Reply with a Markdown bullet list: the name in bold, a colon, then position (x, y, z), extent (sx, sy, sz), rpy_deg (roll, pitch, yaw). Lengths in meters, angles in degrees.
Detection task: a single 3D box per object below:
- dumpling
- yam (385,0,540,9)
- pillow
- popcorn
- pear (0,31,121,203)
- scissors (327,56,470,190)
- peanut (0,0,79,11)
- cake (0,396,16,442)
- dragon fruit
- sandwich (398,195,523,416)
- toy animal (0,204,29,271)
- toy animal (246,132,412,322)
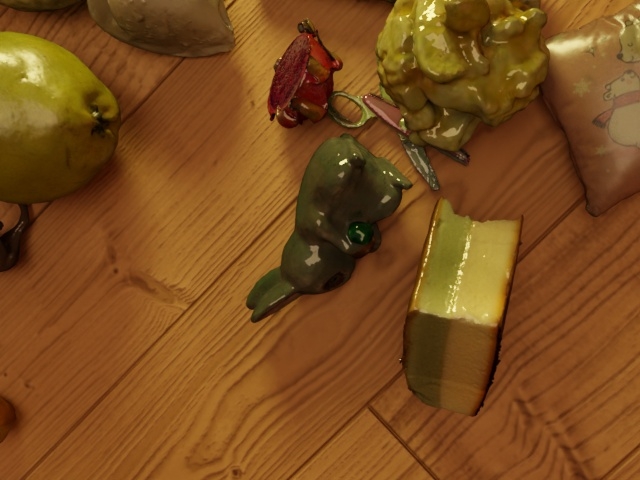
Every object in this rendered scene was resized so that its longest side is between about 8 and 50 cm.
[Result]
- **dumpling**: position (-0.202, -0.293, 0.877), extent (0.150, 0.176, 0.092), rpy_deg (-24, 68, 42)
- **yam**: position (0.085, -0.331, 0.849), extent (0.371, 0.083, 0.083), rpy_deg (12, 90, 11)
- **pillow**: position (0.373, -0.165, 0.780), extent (0.236, 0.084, 0.223), rpy_deg (-20, 82, 15)
- **popcorn**: position (0.154, -0.205, 0.765), extent (0.187, 0.185, 0.167), rpy_deg (-7, 59, 45)
- **pear**: position (-0.383, -0.153, 0.867), extent (0.269, 0.212, 0.212), rpy_deg (7, 89, 16)
- **scissors**: position (0.105, -0.148, 0.864), extent (0.133, 0.020, 0.187), rpy_deg (-40, 81, 2)
- **peanut**: position (-0.317, -0.391, 0.893), extent (0.313, 0.152, 0.152), rpy_deg (-22, 84, 17)
- **cake**: position (-0.453, 0.237, 0.926), extent (0.084, 0.084, 0.044), rpy_deg (28, 99, 11)
- **dragon fruit**: position (-0.017, -0.194, 0.861), extent (0.112, 0.068, 0.126), rpy_deg (-43, 38, 43)
- **sandwich**: position (0.164, 0.074, 0.805), extent (0.108, 0.220, 0.186), rpy_deg (12, 53, 14)
- **toy animal**: position (-0.515, 0.013, 0.941), extent (0.214, 0.094, 0.186), rpy_deg (9, 92, 9)
- **toy animal**: position (0.001, 0.000, 0.845), extent (0.125, 0.127, 0.251), rpy_deg (32, 108, -1)
